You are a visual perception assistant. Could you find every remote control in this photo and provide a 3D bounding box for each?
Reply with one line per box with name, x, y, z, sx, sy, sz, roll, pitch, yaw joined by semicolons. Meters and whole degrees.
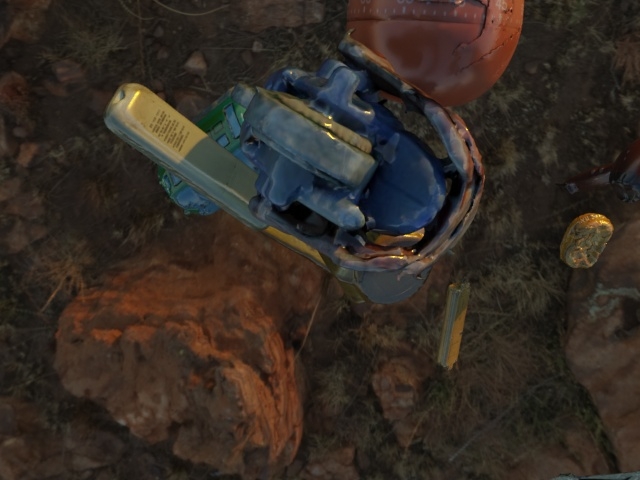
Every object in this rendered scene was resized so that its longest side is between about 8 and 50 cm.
remote control;-0.181;-0.122;0.867;0.309;0.090;0.038;36;148;-32

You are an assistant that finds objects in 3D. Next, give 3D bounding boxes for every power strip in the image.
power strip;0.385;0.240;1.643;0.064;0.044;0.305;-14;119;-37

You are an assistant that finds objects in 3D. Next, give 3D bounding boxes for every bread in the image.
bread;0.000;0.001;1.116;0.361;0.138;0.077;30;100;7
bread;0.488;0.001;1.045;0.083;0.044;0.111;7;118;-18

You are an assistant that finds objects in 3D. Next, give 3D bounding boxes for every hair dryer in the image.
hair dryer;0.759;-0.198;1.452;0.312;0.340;0.123;-44;101;-22

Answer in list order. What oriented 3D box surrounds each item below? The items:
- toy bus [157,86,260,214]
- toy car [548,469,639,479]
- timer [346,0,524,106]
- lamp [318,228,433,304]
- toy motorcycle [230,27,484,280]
toy bus;-0.247;-0.208;1.424;0.343;0.199;0.183;-32;149;25
toy car;0.435;0.398;0.854;0.205;0.095;0.056;-16;154;26
timer;0.148;-0.294;0.745;0.229;0.230;0.215;4;115;2
lamp;0.067;-0.012;0.773;0.161;0.185;0.161;-12;127;-16
toy motorcycle;0.020;-0.062;0.540;0.182;0.319;0.241;-34;111;2
